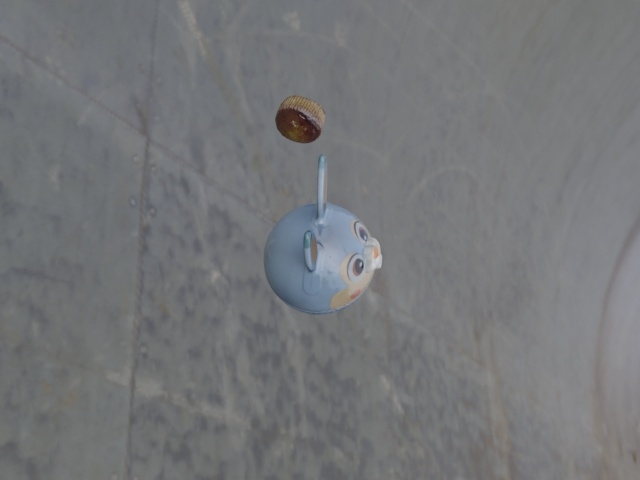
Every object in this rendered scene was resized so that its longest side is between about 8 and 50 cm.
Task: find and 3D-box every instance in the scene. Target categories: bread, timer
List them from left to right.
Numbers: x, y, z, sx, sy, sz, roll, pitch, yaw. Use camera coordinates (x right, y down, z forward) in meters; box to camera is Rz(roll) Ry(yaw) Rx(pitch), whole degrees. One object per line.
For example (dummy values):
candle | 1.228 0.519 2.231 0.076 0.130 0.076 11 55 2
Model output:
bread | -0.035 -0.198 1.414 0.085 0.085 0.053 53 43 -40
timer | 0.016 0.008 1.147 0.175 0.255 0.175 8 66 -19
